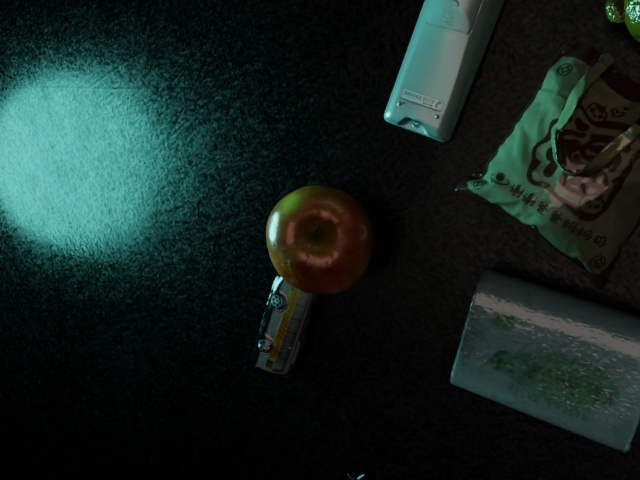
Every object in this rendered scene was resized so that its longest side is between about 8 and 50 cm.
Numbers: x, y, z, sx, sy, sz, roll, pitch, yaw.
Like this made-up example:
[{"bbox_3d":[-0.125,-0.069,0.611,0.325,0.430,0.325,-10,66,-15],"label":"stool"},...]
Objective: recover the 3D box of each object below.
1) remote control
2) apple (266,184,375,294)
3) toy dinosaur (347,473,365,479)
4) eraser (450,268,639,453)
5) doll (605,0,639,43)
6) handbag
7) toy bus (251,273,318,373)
[{"bbox_3d":[0.174,-0.285,0.797,0.103,0.051,0.293,25,108,21],"label":"remote control"},{"bbox_3d":[0.000,0.000,0.870,0.164,0.139,0.163,-1,79,5],"label":"apple"},{"bbox_3d":[0.102,0.441,0.927,0.082,0.039,0.208,-29,94,23],"label":"toy dinosaur"},{"bbox_3d":[0.299,0.151,0.772,0.227,0.081,0.173,18,105,23],"label":"eraser"},{"bbox_3d":[0.427,-0.303,0.647,0.137,0.097,0.209,45,108,21],"label":"doll"},{"bbox_3d":[0.311,-0.095,0.710,0.213,0.127,0.235,38,109,20],"label":"handbag"},{"bbox_3d":[-0.053,0.131,0.960,0.072,0.057,0.171,21,105,13],"label":"toy bus"}]
